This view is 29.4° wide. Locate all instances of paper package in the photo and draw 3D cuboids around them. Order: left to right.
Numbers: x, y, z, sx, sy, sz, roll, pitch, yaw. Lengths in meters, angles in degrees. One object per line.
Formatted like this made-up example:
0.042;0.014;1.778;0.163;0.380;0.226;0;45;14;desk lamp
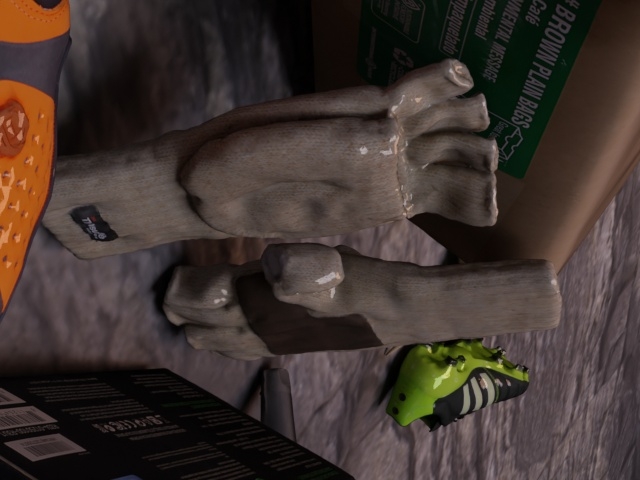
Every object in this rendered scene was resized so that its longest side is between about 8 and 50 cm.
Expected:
0.138;-0.172;0.589;0.309;0.168;0.325;-54;168;-18;paper package

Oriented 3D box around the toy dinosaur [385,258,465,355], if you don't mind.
0.123;0.019;0.925;0.183;0.053;0.092;-42;147;-35;toy dinosaur

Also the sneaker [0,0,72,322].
-0.175;0.000;0.329;0.321;0.125;0.180;-44;145;-32;sneaker

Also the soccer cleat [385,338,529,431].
0.111;0.118;0.992;0.179;0.060;0.072;10;114;-54;soccer cleat

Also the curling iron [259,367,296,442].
-0.021;0.214;0.737;0.068;0.035;0.273;72;11;-80;curling iron

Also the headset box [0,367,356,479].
-0.129;0.210;0.534;0.283;0.131;0.246;-63;162;3;headset box

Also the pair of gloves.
0.000;0.000;0.579;0.240;0.204;0.042;51;35;-57;pair of gloves
